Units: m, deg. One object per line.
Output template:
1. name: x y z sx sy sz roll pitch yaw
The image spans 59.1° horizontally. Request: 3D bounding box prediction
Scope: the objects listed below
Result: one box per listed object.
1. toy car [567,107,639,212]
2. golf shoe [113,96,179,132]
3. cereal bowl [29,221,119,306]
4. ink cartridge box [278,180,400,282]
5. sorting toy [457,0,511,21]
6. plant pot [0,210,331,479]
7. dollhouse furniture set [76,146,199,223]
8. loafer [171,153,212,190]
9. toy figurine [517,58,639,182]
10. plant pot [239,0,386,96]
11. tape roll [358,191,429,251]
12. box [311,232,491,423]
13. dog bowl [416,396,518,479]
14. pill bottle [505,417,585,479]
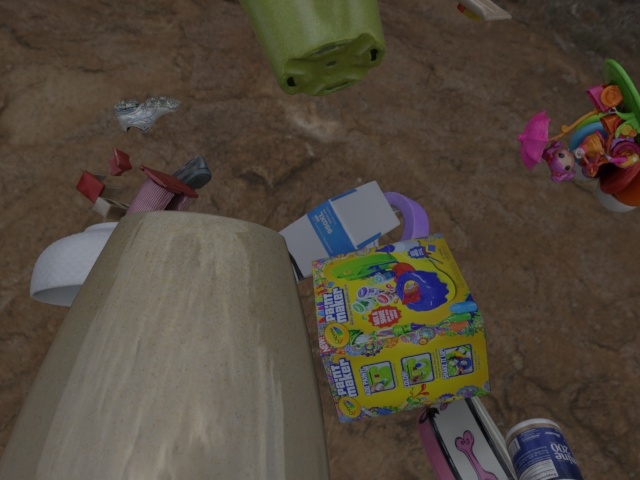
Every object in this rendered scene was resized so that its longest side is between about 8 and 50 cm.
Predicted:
1. toy car: 0.489 -0.133 0.932 0.136 0.159 0.182 -22 66 -40
2. golf shoe: -0.449 -0.330 1.486 0.176 0.086 0.069 -3 29 9
3. cereal bowl: -0.399 0.051 1.147 0.338 0.339 0.141 -1 75 -7
4. ink cartridge box: 0.000 0.000 1.730 0.285 0.395 0.166 -27 87 -54
5. sorting toy: 0.312 -0.534 1.238 0.193 0.038 0.208 43 34 14
6. plant pot: -0.100 0.126 0.413 0.256 0.256 0.274 6 79 -3
7. dollhouse furniture set: -0.550 -0.143 1.597 0.374 0.152 0.201 34 98 25
8. loafer: -0.458 -0.185 1.841 0.267 0.096 0.084 -27 68 28
9. toy figurine: 0.371 -0.142 0.812 0.159 0.130 0.173 -26 100 19
10. plant pot: -0.015 -0.385 0.911 0.276 0.276 0.254 -15 81 -14
11. tape roll: 0.248 -0.029 2.005 0.090 0.274 0.275 20 50 -42
12. box: 0.141 0.157 1.082 0.279 0.177 0.290 -13 31 3
13. dog bowl: 0.368 0.526 1.301 0.150 0.408 0.408 -31 66 9
14. pill bottle: 0.252 0.263 0.618 0.067 0.067 0.120 3 34 -5
